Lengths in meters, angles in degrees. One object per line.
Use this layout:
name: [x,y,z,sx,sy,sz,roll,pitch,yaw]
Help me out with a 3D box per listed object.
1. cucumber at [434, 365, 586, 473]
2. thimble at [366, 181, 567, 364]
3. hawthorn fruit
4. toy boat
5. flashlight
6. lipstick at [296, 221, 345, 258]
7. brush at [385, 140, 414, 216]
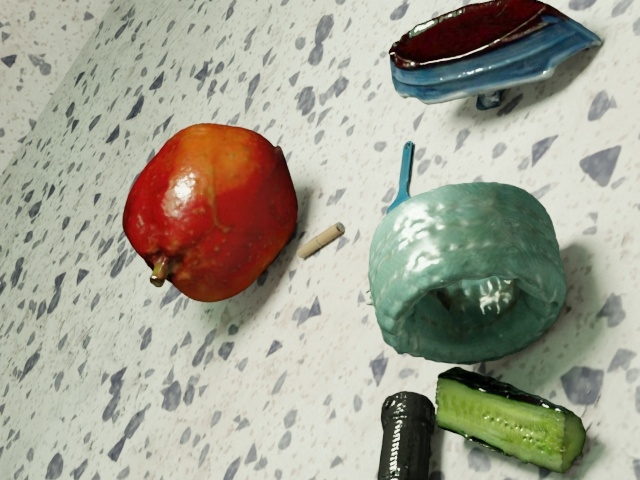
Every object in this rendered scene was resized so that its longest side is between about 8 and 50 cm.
cucumber: [0.217,0.196,1.452,0.211,0.062,0.078,11,106,54]
thimble: [0.164,0.044,1.516,0.235,0.198,0.143,-17,47,14]
hawthorn fruit: [-0.182,-0.030,2.059,0.265,0.265,0.307,-23,30,47]
toy boat: [0.230,-0.243,1.768,0.309,0.142,0.129,-10,50,33]
flashlight: [0.098,0.286,1.528,0.093,0.093,0.232,-32,33,39]
lipstick: [0.000,0.000,2.005,0.094,0.019,0.019,-33,38,38]
brush: [0.121,-0.081,1.899,0.051,0.014,0.164,-27,41,41]
